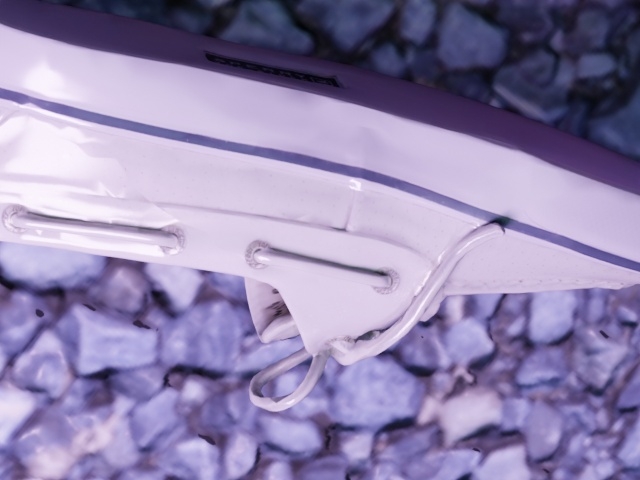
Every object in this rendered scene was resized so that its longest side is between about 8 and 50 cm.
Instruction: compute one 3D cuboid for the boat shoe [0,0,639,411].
[{"bbox_3d":[0.000,0.003,0.762,0.367,0.136,0.156,11,106,-15],"label":"boat shoe"}]
